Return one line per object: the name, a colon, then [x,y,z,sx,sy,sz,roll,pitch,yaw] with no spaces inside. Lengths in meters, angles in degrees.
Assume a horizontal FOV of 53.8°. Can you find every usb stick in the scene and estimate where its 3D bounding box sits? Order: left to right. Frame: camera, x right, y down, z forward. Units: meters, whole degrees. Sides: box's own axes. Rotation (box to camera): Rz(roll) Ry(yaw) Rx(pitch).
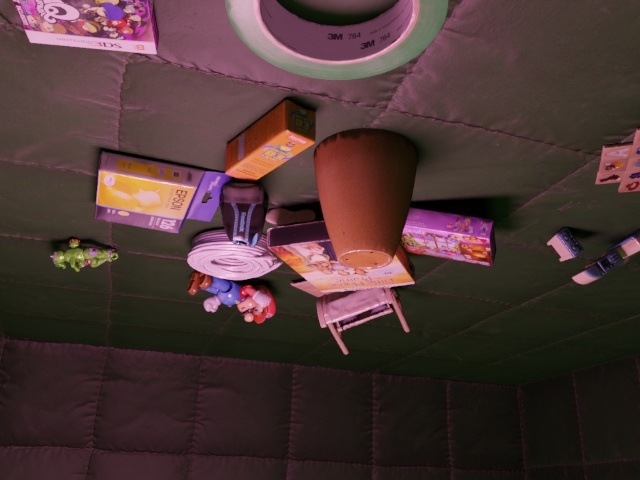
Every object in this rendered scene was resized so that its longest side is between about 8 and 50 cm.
usb stick: [0.395,-0.030,1.738,0.077,0.045,0.278,-11,155,13]

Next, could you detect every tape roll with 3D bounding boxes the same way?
tape roll: [0.024,-0.364,0.926,0.321,0.077,0.321,1,157,0]

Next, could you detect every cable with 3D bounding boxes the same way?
cable: [-0.268,0.043,1.911,0.257,0.089,0.257,14,155,-25]

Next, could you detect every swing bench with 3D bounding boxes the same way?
swing bench: [0.142,0.234,2.156,0.253,0.165,0.255,-20,142,10]

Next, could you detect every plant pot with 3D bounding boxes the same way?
plant pot: [0.098,-0.073,1.389,0.237,0.254,0.237,2,159,1]

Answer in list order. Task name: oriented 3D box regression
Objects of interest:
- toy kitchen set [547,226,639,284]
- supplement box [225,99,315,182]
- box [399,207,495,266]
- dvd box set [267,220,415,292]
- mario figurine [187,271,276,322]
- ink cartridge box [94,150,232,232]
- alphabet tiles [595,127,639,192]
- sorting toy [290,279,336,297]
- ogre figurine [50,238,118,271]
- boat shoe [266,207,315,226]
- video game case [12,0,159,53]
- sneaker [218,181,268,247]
toy kitchen set: [0.778,0.002,1.765,0.207,0.166,0.122,-30,169,-23]
supplement box: [-0.109,-0.203,1.322,0.078,0.080,0.233,16,152,-35]
box: [0.312,-0.013,1.677,0.293,0.057,0.201,10,161,22]
dvd box set: [0.073,0.049,1.761,0.307,0.062,0.420,-6,157,18]
mario figurine: [-0.298,0.214,2.206,0.320,0.170,0.198,25,-176,-29]
ink cartridge box: [-0.405,-0.105,1.595,0.307,0.072,0.303,11,155,-17]
alphabet tiles: [0.795,-0.183,1.383,0.342,0.011,0.285,-5,157,16]
sorting toy: [0.028,0.163,2.250,0.208,0.038,0.193,-9,155,34]
ogre figurine: [-0.744,0.050,1.960,0.197,0.097,0.118,12,169,4]
boat shoe: [-0.081,-0.059,1.707,0.137,0.049,0.043,-2,160,-2]
video game case: [-0.365,-0.380,0.960,0.210,0.042,0.232,4,157,-7]
sneaker: [-0.196,-0.052,1.543,0.125,0.140,0.341,3,176,-2]
